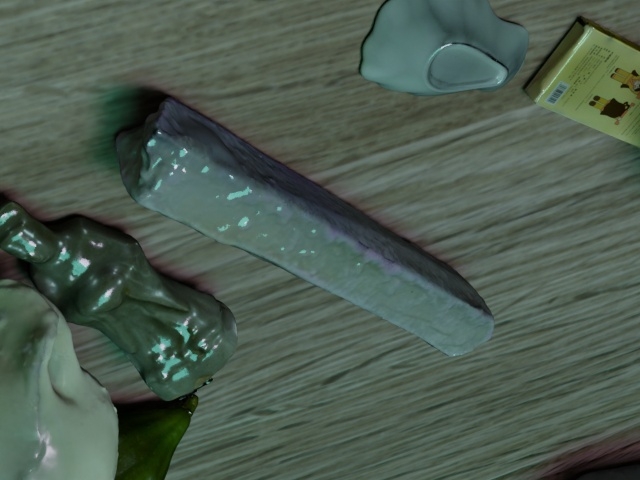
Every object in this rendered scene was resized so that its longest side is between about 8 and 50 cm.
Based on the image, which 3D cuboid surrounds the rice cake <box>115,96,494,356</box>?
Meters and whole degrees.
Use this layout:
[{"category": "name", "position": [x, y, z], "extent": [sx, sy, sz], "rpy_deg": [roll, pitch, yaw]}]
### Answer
[{"category": "rice cake", "position": [0.000, 0.001, 0.937], "extent": [0.064, 0.070, 0.399], "rpy_deg": [-44, 135, 17]}]

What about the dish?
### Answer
[{"category": "dish", "position": [0.098, -0.128, 0.886], "extent": [0.137, 0.039, 0.091], "rpy_deg": [10, 125, -33]}]

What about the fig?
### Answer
[{"category": "fig", "position": [-0.165, 0.183, 1.009], "extent": [0.177, 0.117, 0.117], "rpy_deg": [-27, 139, -17]}]

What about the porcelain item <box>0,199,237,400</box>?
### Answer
[{"category": "porcelain item", "position": [-0.150, 0.032, 0.898], "extent": [0.081, 0.069, 0.215], "rpy_deg": [-35, 133, 14]}]

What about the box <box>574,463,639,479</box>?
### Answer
[{"category": "box", "position": [0.335, 0.365, 1.445], "extent": [0.264, 0.106, 0.337], "rpy_deg": [-3, 133, -25]}]

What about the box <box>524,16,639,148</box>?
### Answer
[{"category": "box", "position": [0.230, -0.119, 0.981], "extent": [0.149, 0.020, 0.073], "rpy_deg": [17, 120, -38]}]

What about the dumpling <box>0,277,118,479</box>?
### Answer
[{"category": "dumpling", "position": [-0.240, 0.145, 0.887], "extent": [0.147, 0.193, 0.258], "rpy_deg": [-28, 130, -63]}]
